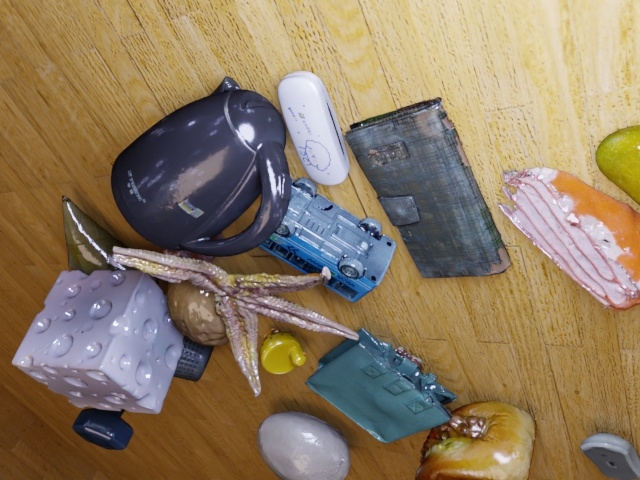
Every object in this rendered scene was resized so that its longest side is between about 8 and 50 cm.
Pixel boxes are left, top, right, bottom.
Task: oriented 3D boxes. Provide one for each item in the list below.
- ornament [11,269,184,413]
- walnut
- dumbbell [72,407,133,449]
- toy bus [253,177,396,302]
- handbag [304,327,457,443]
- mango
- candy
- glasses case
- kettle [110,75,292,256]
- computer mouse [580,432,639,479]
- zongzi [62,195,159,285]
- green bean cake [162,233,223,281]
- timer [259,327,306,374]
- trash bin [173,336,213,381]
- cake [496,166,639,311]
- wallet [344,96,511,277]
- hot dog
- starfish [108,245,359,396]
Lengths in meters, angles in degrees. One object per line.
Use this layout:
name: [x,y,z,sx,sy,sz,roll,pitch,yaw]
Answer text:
ornament: [-0.480,0.230,1.275,0.239,0.239,0.240,-1,142,20]
walnut: [-0.265,0.152,1.260,0.238,0.141,0.204,44,164,-12]
dumbbell: [-0.557,0.427,1.603,0.156,0.316,0.143,25,144,-4]
toy bus: [0.000,0.000,1.008,0.246,0.113,0.134,31,145,-4]
handbag: [0.136,0.330,1.281,0.268,0.100,0.274,37,138,-2]
mango: [0.457,-0.072,0.691,0.227,0.099,0.136,31,147,12]
candy: [-0.053,0.604,1.597,0.295,0.185,0.295,16,143,13]
glasses case: [-0.008,-0.172,0.886,0.076,0.049,0.197,2,132,28]
kettle: [-0.165,-0.103,0.914,0.290,0.207,0.268,-27,78,32]
computer mouse: [0.601,0.438,1.147,0.089,0.056,0.182,-12,131,44]
zongzi: [-0.499,0.019,1.336,0.228,0.115,0.256,13,125,8]
green bean cake: [-0.263,0.000,1.141,0.056,0.136,0.135,11,137,21]
timer: [-0.091,0.276,1.341,0.107,0.109,0.107,-9,120,-15]
trash bin: [-0.374,0.295,1.496,0.161,0.175,0.175,22,140,-6]
cake: [0.375,-0.005,0.797,0.287,0.135,0.098,32,154,11]
wallet: [0.175,-0.064,0.894,0.169,0.044,0.317,-9,126,37]
hot dog: [0.337,0.514,1.275,0.223,0.185,0.405,12,136,16]
starfish: [-0.141,0.134,1.081,0.384,0.132,0.398,0,132,17]
